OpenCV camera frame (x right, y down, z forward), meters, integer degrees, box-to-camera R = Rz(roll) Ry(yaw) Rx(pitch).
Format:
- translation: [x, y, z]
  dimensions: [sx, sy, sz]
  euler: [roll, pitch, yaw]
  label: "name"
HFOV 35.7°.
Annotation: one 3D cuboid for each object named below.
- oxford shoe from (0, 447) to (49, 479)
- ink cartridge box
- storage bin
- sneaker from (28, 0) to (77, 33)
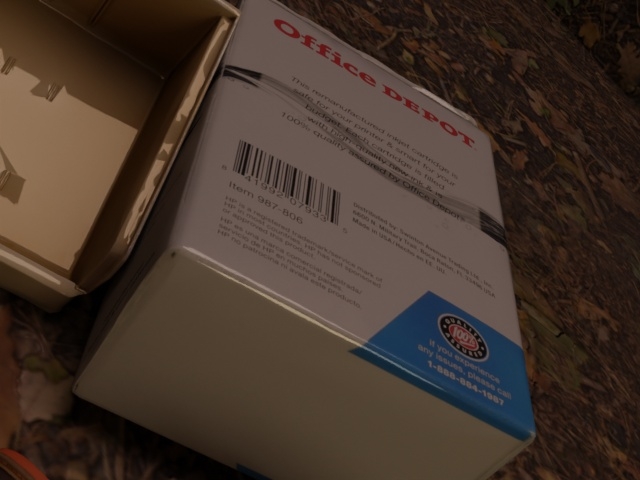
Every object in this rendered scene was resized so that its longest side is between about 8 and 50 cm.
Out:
- translation: [-0.156, 0.230, 0.499]
  dimensions: [0.098, 0.097, 0.271]
  euler: [1, 50, -41]
  label: "oxford shoe"
- translation: [0.000, 0.000, 0.821]
  dimensions: [0.285, 0.166, 0.395]
  euler: [29, 34, -17]
  label: "ink cartridge box"
- translation: [-0.235, -0.123, 0.735]
  dimensions: [0.262, 0.123, 0.260]
  euler: [31, 57, -20]
  label: "storage bin"
- translation: [-0.275, -0.210, 0.885]
  dimensions: [0.302, 0.108, 0.121]
  euler: [39, 26, -10]
  label: "sneaker"
